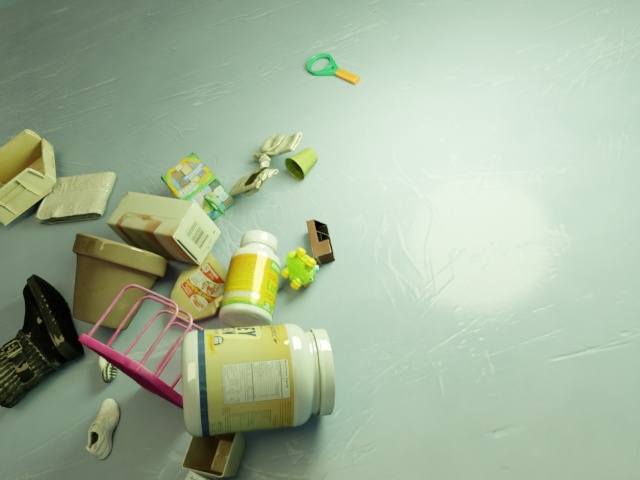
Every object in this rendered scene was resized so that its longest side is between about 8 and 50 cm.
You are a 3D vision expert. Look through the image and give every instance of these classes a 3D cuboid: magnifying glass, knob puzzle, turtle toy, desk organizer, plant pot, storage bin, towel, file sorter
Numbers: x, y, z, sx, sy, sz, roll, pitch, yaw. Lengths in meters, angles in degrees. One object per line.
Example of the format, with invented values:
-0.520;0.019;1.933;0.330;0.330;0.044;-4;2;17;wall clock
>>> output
0.044;-0.574;2.007;0.092;0.026;0.231;-46;52;-12;magnifying glass
-0.338;0.150;1.667;0.213;0.030;0.213;-10;55;15;knob puzzle
-0.054;0.070;1.583;0.095;0.066;0.130;-55;50;11;turtle toy
0.000;0.000;1.622;0.050;0.047;0.130;-18;53;7;desk organizer
-0.052;-0.236;1.789;0.083;0.083;0.079;28;59;34;plant pot
-1.091;-0.232;2.137;0.260;0.123;0.262;-35;46;6;storage bin
-0.584;0.123;1.668;0.263;0.263;0.229;11;80;28;plant pot
-0.851;-0.150;2.064;0.282;0.049;0.187;-6;57;18;towel
-0.231;0.484;1.358;0.108;0.096;0.109;4;60;24;plant pot
-0.385;0.264;1.449;0.202;0.291;0.182;18;63;30;file sorter

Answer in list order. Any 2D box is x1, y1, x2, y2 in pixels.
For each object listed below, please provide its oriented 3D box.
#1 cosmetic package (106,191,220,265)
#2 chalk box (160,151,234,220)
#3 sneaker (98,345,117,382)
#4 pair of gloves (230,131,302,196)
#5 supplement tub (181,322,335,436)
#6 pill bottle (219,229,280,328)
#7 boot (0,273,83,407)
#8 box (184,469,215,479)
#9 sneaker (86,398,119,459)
-0.463;-0.038;1.750;0.296;0.153;0.129;10;60;35;cosmetic package
-0.363;-0.141;1.809;0.132;0.132;0.213;-39;51;-7;chalk box
-0.588;0.346;1.637;0.043;0.040;0.109;-34;46;19;sneaker
-0.172;-0.236;1.801;0.204;0.042;0.240;2;54;55;pair of gloves
-0.139;0.301;1.311;0.316;0.228;0.228;-3;53;-11;supplement tub
-0.178;0.102;1.568;0.136;0.136;0.246;-5;57;19;pill bottle
-0.865;0.281;1.727;0.260;0.131;0.348;-36;53;-4;boot
-0.225;0.654;1.227;0.231;0.127;0.262;17;67;28;box
-0.556;0.474;1.519;0.053;0.061;0.152;-13;53;16;sneaker
